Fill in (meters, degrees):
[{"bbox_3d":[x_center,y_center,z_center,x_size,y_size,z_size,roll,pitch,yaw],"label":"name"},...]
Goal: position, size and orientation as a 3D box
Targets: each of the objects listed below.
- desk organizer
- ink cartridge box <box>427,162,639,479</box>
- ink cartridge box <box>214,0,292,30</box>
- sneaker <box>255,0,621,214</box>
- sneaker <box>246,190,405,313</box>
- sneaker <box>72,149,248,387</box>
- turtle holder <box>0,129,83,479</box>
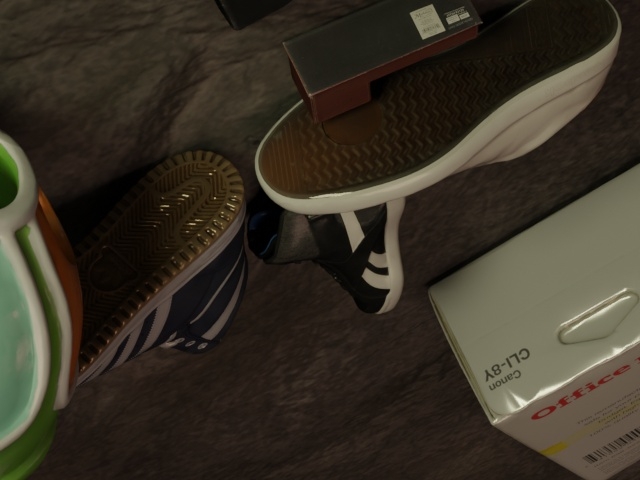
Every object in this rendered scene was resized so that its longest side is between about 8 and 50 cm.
[{"bbox_3d":[0.044,-0.133,1.226,0.130,0.047,0.050,-24,158,-6],"label":"desk organizer"},{"bbox_3d":[0.311,0.088,1.786,0.279,0.160,0.385,-32,155,11],"label":"ink cartridge box"},{"bbox_3d":[0.082,-0.262,0.995,0.371,0.069,0.176,-29,156,1],"label":"ink cartridge box"},{"bbox_3d":[0.092,-0.078,1.308,0.290,0.106,0.123,-24,153,-9],"label":"sneaker"},{"bbox_3d":[0.000,0.000,1.424,0.121,0.079,0.217,-16,148,-9],"label":"sneaker"},{"bbox_3d":[-0.163,0.063,1.300,0.282,0.099,0.153,-39,159,-13],"label":"sneaker"},{"bbox_3d":[-0.295,0.029,1.046,0.320,0.243,0.227,21,123,-6],"label":"turtle holder"}]
